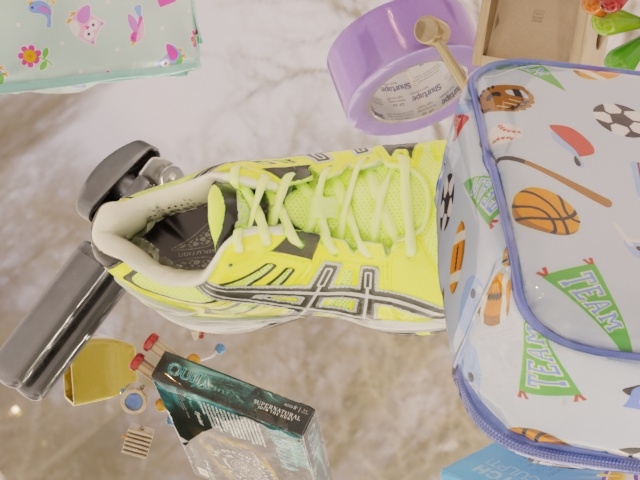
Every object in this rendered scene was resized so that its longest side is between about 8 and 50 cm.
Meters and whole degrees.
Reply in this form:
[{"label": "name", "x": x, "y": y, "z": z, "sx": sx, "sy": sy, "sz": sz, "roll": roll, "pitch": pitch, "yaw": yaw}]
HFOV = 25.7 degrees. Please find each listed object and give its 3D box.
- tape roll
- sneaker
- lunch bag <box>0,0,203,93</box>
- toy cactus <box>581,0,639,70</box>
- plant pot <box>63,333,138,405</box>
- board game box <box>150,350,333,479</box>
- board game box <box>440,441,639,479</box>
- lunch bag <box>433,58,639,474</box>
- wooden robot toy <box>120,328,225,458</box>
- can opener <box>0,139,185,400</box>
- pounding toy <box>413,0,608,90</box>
[{"label": "tape roll", "x": 0.108, "y": -0.214, "z": 1.729, "sx": 0.189, "sy": 0.189, "sz": 0.080, "roll": 83, "pitch": -10, "yaw": -65}, {"label": "sneaker", "x": 0.000, "y": 0.000, "z": 1.046, "sx": 0.147, "sy": 0.384, "sz": 0.145, "roll": 22, "pitch": 59, "yaw": -58}, {"label": "lunch bag", "x": -0.265, "y": -0.276, "z": 1.543, "sx": 0.160, "sy": 0.262, "sz": 0.223, "roll": -168, "pitch": -111, "yaw": -69}, {"label": "toy cactus", "x": 0.332, "y": -0.210, "z": 1.266, "sx": 0.112, "sy": 0.180, "sz": 0.219, "roll": 48, "pitch": 4, "yaw": 37}, {"label": "plant pot", "x": -0.268, "y": 0.153, "z": 1.708, "sx": 0.081, "sy": 0.083, "sz": 0.081, "roll": -176, "pitch": -98, "yaw": -71}, {"label": "board game box", "x": -0.053, "y": 0.157, "z": 1.080, "sx": 0.126, "sy": 0.026, "sz": 0.186, "roll": 19, "pitch": -27, "yaw": 17}, {"label": "board game box", "x": 0.285, "y": 0.207, "z": 1.051, "sx": 0.316, "sy": 0.242, "sz": 0.064, "roll": 16, "pitch": -63, "yaw": 45}, {"label": "lunch bag", "x": 0.195, "y": 0.016, "z": 0.815, "sx": 0.303, "sy": 0.243, "sz": 0.115, "roll": -92, "pitch": -167, "yaw": -51}, {"label": "wooden robot toy", "x": -0.161, "y": 0.146, "z": 1.427, "sx": 0.076, "sy": 0.173, "sz": 0.079, "roll": 33, "pitch": 6, "yaw": -7}, {"label": "can opener", "x": -0.243, "y": 0.025, "z": 1.438, "sx": 0.095, "sy": 0.283, "sz": 0.076, "roll": 32, "pitch": -9, "yaw": 35}, {"label": "pounding toy", "x": 0.216, "y": -0.229, "z": 1.596, "sx": 0.206, "sy": 0.181, "sz": 0.094, "roll": 13, "pitch": 8, "yaw": 29}]
